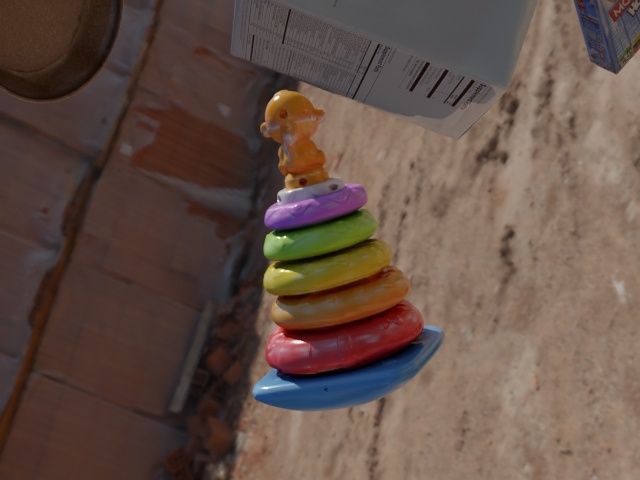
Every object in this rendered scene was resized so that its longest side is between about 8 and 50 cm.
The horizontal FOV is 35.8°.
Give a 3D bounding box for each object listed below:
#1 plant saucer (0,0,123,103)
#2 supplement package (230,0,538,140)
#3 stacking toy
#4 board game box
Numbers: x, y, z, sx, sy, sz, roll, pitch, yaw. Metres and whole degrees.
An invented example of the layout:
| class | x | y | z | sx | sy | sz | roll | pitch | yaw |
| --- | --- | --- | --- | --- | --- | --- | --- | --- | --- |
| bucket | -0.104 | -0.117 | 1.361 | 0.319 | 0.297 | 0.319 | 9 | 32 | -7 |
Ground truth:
| class | x | y | z | sx | sy | sz | roll | pitch | yaw |
| --- | --- | --- | --- | --- | --- | --- | --- | --- | --- |
| plant saucer | -0.274 | -0.233 | 0.957 | 0.036 | 0.198 | 0.198 | 14 | 76 | 32 |
| supplement package | 0.060 | -0.214 | 0.765 | 0.149 | 0.203 | 0.194 | 125 | 166 | -79 |
| stacking toy | 0.000 | 0.000 | 0.976 | 0.175 | 0.301 | 0.166 | -12 | 8 | 22 |
| board game box | 0.438 | -0.375 | 1.432 | 0.194 | 0.194 | 0.060 | -50 | 46 | 3 |
